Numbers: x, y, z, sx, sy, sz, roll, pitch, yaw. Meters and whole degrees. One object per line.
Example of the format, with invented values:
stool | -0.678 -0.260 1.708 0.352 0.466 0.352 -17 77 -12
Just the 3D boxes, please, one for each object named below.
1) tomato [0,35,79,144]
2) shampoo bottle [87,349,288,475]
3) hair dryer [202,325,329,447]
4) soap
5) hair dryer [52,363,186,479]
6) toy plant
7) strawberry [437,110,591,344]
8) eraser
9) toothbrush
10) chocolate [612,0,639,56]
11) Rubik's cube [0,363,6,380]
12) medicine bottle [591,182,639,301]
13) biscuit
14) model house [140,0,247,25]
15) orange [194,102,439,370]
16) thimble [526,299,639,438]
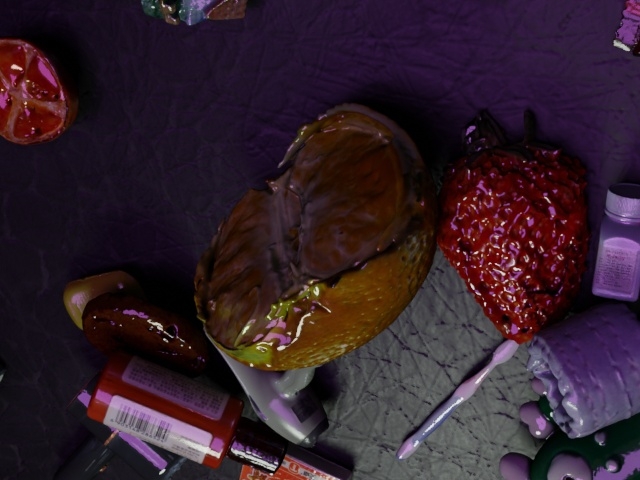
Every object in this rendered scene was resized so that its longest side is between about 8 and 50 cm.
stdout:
tomato | -0.389 -0.209 1.281 0.155 0.069 0.156 10 120 19
shampoo bottle | -0.179 0.251 1.334 0.278 0.104 0.104 23 120 -1
hair dryer | -0.075 0.157 1.284 0.219 0.088 0.225 33 143 25
soap | -0.313 0.089 1.395 0.140 0.045 0.089 -13 107 26
hair dryer | -0.341 0.346 1.508 0.189 0.107 0.352 42 130 -1
toy plant | 0.339 0.285 1.160 0.232 0.112 0.243 24 104 25
strawberry | 0.217 -0.002 1.089 0.188 0.106 0.286 -10 109 28
eraser | -0.052 0.409 1.423 0.157 0.038 0.230 21 116 16
toothbrush | 0.178 0.209 1.247 0.021 0.027 0.269 48 123 17
chocolate | 0.393 -0.204 0.967 0.182 0.028 0.086 24 123 10
Rubik's cube | -0.673 0.256 1.536 0.205 0.205 0.207 36 123 6
medicine bottle | 0.337 0.000 1.055 0.055 0.074 0.118 11 116 20
biscuit | -0.248 0.138 1.352 0.192 0.049 0.192 13 142 11
model house | -0.120 -0.316 1.097 0.148 0.119 0.148 15 118 8
orange | 0.006 0.003 1.110 0.335 0.196 0.263 -50 49 29
thimble | 0.304 0.144 1.068 0.117 0.151 0.127 -23 76 0
